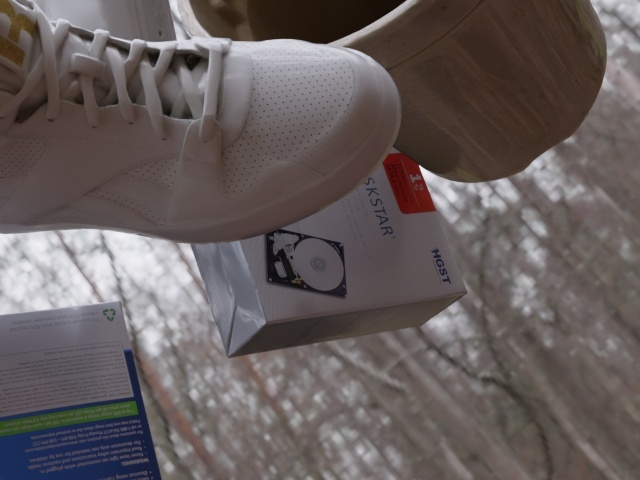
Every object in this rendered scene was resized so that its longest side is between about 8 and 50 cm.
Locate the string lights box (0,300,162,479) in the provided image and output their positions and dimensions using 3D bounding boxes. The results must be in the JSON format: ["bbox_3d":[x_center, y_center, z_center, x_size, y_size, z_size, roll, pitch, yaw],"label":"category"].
[{"bbox_3d":[-0.161,0.174,0.730,0.133,0.260,0.077,-5,-20,-31],"label":"string lights box"}]

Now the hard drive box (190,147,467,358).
[{"bbox_3d":[0.000,0.000,1.186,0.232,0.181,0.089,-7,-22,-35],"label":"hard drive box"}]

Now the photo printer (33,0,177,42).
[{"bbox_3d":[-0.335,-0.265,1.540,0.307,0.256,0.107,-6,10,26],"label":"photo printer"}]

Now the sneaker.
[{"bbox_3d":[-0.117,-0.073,0.632,0.292,0.108,0.169,-7,-24,18],"label":"sneaker"}]

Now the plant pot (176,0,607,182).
[{"bbox_3d":[0.097,-0.216,1.094,0.334,0.334,0.305,-44,-44,8],"label":"plant pot"}]
